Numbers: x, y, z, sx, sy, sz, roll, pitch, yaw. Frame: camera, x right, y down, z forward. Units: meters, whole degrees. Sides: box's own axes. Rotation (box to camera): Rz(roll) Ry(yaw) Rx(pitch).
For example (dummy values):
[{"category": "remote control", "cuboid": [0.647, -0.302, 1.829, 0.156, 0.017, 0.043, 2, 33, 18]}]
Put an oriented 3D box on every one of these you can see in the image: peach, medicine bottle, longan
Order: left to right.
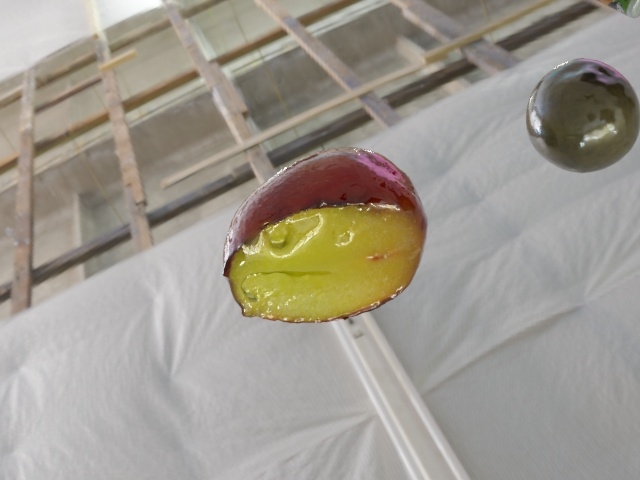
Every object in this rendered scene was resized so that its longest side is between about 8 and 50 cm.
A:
[{"category": "peach", "cuboid": [0.000, 0.000, 1.278, 0.281, 0.281, 0.338, 10, -147, 42]}, {"category": "longan", "cuboid": [0.398, -0.189, 1.258, 0.167, 0.167, 0.187, -4, -121, 29]}, {"category": "medicine bottle", "cuboid": [0.553, -0.524, 1.676, 0.092, 0.061, 0.221, -9, -139, -48]}]
